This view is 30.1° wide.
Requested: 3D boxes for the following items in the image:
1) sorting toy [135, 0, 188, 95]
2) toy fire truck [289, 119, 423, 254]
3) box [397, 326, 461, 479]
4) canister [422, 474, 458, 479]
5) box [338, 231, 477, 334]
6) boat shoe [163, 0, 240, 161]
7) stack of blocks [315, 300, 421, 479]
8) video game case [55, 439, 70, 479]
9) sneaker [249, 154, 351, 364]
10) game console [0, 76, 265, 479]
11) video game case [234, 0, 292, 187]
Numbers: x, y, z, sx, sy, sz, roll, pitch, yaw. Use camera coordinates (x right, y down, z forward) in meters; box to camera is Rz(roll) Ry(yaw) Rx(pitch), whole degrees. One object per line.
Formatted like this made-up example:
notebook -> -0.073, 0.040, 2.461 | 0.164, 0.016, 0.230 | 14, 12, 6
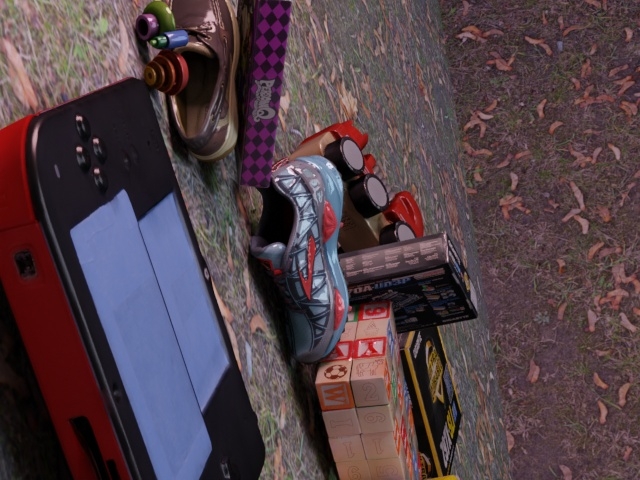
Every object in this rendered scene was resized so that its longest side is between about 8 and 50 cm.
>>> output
sorting toy -> -0.170, -0.200, 1.236 | 0.042, 0.061, 0.102 | -17, 87, -42
toy fire truck -> 0.054, -0.076, 1.723 | 0.217, 0.158, 0.246 | 56, 34, -14
box -> 0.169, 0.255, 2.067 | 0.322, 0.079, 0.257 | -53, 130, -72
canister -> 0.087, 0.341, 1.478 | 0.126, 0.170, 0.073 | 13, 65, -74
box -> 0.090, 0.071, 1.630 | 0.175, 0.220, 0.051 | 55, 27, -54
boat shoe -> -0.132, -0.200, 1.304 | 0.073, 0.080, 0.223 | 43, 41, -74
stack of blocks -> 0.072, 0.252, 1.596 | 0.171, 0.087, 0.297 | -79, 160, -58
video game case -> -0.145, 0.188, 0.997 | 0.248, 0.035, 0.275 | 43, 37, -65
sneaker -> -0.042, 0.027, 1.476 | 0.125, 0.104, 0.262 | -6, 94, -43
game console -> -0.136, 0.070, 0.957 | 0.342, 0.060, 0.386 | -54, 129, -72
video game case -> -0.072, -0.212, 1.365 | 0.210, 0.042, 0.232 | -102, -163, -53
